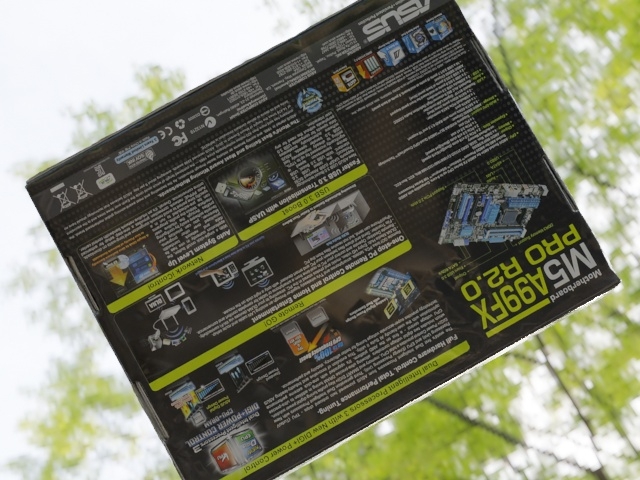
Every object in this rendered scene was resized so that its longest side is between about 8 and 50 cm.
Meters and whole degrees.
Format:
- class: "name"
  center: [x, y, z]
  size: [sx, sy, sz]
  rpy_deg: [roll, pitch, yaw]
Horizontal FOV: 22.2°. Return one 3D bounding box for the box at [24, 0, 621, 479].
- class: "box"
  center: [0.000, 0.000, 0.934]
  size: [0.270, 0.216, 0.060]
  rpy_deg: [-29, -7, -4]
